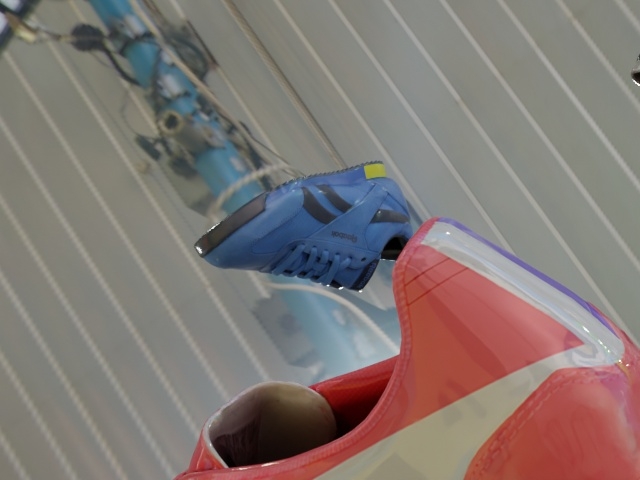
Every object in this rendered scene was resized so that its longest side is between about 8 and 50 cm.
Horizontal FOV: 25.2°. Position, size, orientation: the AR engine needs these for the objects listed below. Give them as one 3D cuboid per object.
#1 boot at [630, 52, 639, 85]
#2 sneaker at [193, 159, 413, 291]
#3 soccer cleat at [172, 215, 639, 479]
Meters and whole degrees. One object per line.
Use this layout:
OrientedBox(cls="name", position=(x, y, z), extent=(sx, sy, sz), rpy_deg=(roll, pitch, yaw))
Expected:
OrientedBox(cls="boot", position=(0.238, -0.147, 0.889), extent=(0.123, 0.095, 0.258), rpy_deg=(-35, -107, -5))
OrientedBox(cls="sneaker", position=(0.000, 0.000, 1.003), extent=(0.069, 0.209, 0.082), rpy_deg=(-33, -100, 36))
OrientedBox(cls="soccer cleat", position=(-0.016, 0.112, 0.466), extent=(0.116, 0.108, 0.318), rpy_deg=(47, -52, -2))
